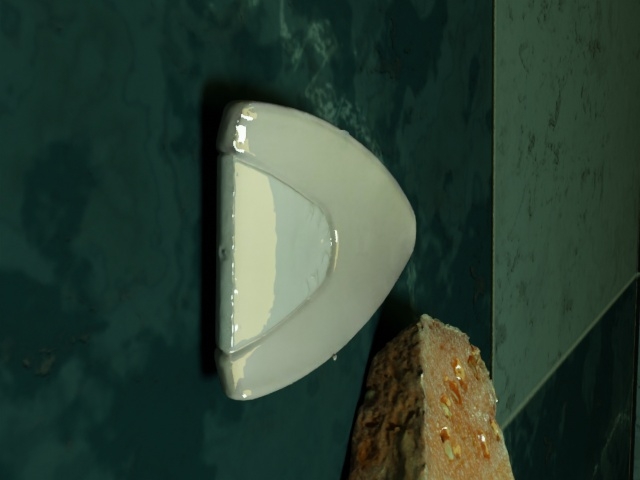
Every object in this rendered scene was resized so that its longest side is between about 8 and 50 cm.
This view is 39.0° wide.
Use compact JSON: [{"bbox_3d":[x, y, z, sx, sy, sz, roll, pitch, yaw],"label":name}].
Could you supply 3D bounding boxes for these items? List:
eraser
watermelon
[{"bbox_3d":[-0.001,0.000,0.708,0.243,0.059,0.204,-7,100,-57],"label":"eraser"},{"bbox_3d":[0.102,0.203,0.877,0.193,0.139,0.257,13,73,-56],"label":"watermelon"}]
